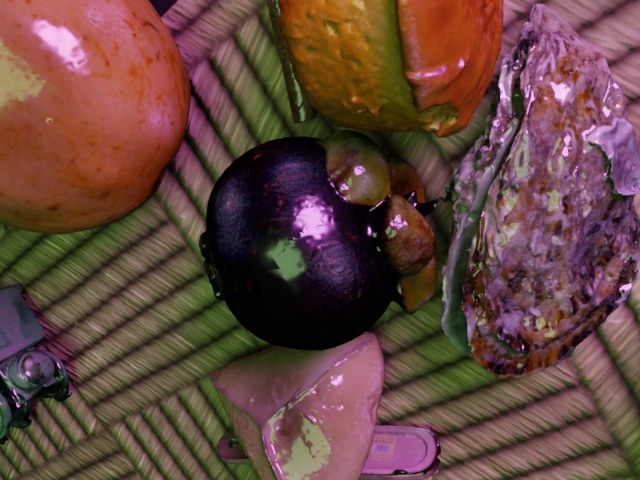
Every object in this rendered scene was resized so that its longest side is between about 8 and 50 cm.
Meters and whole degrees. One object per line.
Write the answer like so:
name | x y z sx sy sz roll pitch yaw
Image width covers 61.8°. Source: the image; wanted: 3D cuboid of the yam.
yam | -0.031 -0.199 0.569 0.032 0.032 0.145 -6 106 20

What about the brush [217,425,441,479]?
brush | 0.004 0.288 0.702 0.312 0.072 0.067 -6 119 21

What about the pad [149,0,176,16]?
pad | -0.314 -0.390 0.615 0.247 0.007 0.368 -31 95 25

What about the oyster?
oyster | 0.201 -0.040 0.497 0.158 0.162 0.351 16 109 57

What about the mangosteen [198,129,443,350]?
mangosteen | 0.000 0.000 0.529 0.243 0.243 0.243 6 109 17

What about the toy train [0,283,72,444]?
toy train | -0.512 0.209 0.801 0.266 0.145 0.202 -34 91 24

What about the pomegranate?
pomegranate | -0.278 -0.142 0.546 0.307 0.307 0.307 6 109 17

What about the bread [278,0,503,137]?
bread | 0.069 -0.207 0.424 0.145 0.268 0.268 1 108 29

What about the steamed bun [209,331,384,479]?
steamed bun | -0.025 0.219 0.624 0.231 0.110 0.212 -24 70 22
